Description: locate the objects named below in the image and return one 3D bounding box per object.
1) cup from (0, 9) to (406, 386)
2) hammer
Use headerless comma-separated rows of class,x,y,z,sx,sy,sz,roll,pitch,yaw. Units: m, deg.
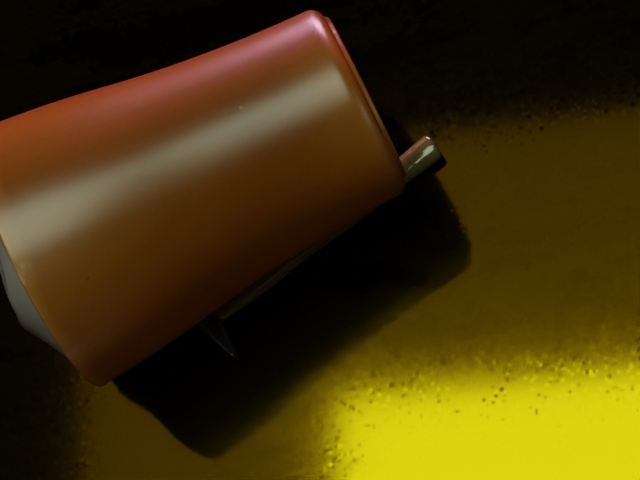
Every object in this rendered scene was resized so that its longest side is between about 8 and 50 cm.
cup,-0.092,-0.042,1.256,0.264,0.182,0.226,-26,26,2
hammer,0.000,0.000,1.285,0.199,0.013,0.062,-38,63,3
